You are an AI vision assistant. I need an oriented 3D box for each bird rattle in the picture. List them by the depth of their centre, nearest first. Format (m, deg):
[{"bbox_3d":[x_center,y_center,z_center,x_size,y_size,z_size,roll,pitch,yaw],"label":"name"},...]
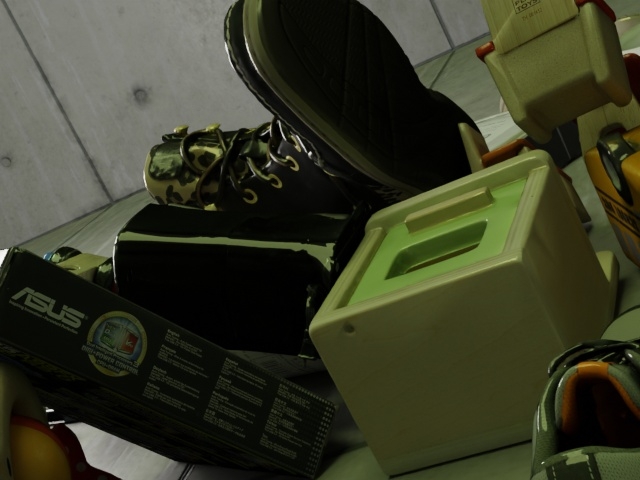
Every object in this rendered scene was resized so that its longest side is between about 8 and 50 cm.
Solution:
[{"bbox_3d":[-0.183,0.174,0.739,0.143,0.206,0.253,-7,24,5],"label":"bird rattle"}]

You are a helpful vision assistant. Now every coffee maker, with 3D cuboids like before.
[{"bbox_3d":[-0.062,0.027,0.862,0.178,0.120,0.171,1,0,17],"label":"coffee maker"}]

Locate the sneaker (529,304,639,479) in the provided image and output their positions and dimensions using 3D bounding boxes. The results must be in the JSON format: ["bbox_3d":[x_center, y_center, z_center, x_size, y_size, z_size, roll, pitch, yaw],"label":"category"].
[{"bbox_3d":[0.161,0.085,0.571,0.100,0.108,0.271,-23,11,24],"label":"sneaker"}]

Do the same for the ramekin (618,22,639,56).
[{"bbox_3d":[0.395,-0.184,1.195,0.207,0.109,0.207,-25,12,6],"label":"ramekin"}]

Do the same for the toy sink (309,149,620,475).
[{"bbox_3d":[0.111,0.033,0.810,0.153,0.131,0.234,-20,16,26],"label":"toy sink"}]

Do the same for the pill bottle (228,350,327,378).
[{"bbox_3d":[-0.070,0.069,1.057,0.229,0.131,0.131,-17,15,38],"label":"pill bottle"}]

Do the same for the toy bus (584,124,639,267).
[{"bbox_3d":[0.264,-0.018,0.725,0.108,0.130,0.332,-25,12,4],"label":"toy bus"}]

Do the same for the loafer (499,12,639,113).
[{"bbox_3d":[0.316,-0.183,1.396,0.102,0.092,0.268,-3,-16,-28],"label":"loafer"}]

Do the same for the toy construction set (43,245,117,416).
[{"bbox_3d":[-0.266,0.126,1.093,0.151,0.215,0.327,7,16,4],"label":"toy construction set"}]

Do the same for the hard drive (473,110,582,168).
[{"bbox_3d":[0.133,-0.057,1.325,0.339,0.064,0.237,-35,14,-29],"label":"hard drive"}]

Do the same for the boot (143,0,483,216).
[{"bbox_3d":[-0.039,-0.083,1.027,0.284,0.138,0.377,-12,-21,30],"label":"boot"}]

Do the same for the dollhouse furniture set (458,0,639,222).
[{"bbox_3d":[0.233,-0.130,0.958,0.262,0.135,0.259,-25,-27,26],"label":"dollhouse furniture set"}]

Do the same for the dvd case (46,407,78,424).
[{"bbox_3d":[-0.270,0.161,1.348,0.253,0.022,0.180,-14,17,44],"label":"dvd case"}]

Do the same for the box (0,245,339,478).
[{"bbox_3d":[-0.156,0.096,0.842,0.216,0.270,0.060,-11,55,55],"label":"box"}]
